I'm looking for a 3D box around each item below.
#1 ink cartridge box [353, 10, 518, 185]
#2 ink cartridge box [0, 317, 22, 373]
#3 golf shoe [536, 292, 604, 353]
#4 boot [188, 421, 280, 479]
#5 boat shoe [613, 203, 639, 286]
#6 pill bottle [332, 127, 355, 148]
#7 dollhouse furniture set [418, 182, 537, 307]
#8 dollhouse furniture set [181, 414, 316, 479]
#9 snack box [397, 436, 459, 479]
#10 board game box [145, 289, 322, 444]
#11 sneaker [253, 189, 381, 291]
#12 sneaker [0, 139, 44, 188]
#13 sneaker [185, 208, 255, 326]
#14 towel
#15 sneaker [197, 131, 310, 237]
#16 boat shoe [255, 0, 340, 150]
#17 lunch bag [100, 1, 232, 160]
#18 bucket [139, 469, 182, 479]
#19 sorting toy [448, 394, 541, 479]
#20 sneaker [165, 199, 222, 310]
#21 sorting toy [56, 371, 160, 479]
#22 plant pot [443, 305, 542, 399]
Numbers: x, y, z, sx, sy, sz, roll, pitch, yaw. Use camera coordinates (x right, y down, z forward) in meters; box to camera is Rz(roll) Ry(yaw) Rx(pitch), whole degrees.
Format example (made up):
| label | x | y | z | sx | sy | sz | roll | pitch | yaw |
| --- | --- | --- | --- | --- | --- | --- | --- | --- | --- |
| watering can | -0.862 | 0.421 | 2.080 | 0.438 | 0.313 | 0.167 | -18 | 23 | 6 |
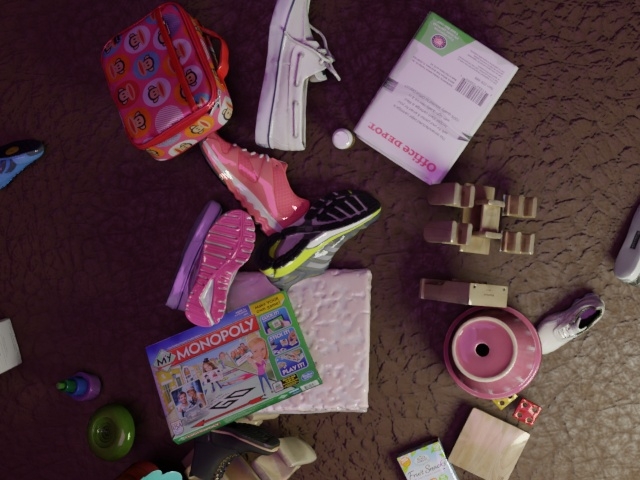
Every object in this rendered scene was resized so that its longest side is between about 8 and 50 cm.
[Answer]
| label | x | y | z | sx | sy | sz | roll | pitch | yaw |
| --- | --- | --- | --- | --- | --- | --- | --- | --- | --- |
| ink cartridge box | 0.232 | -0.284 | 1.829 | 0.211 | 0.121 | 0.289 | 35 | 100 | 3 |
| ink cartridge box | -0.820 | 0.271 | 1.953 | 0.207 | 0.283 | 0.117 | -15 | 94 | 9 |
| golf shoe | 0.513 | 0.177 | 1.859 | 0.176 | 0.086 | 0.069 | -42 | 91 | 12 |
| boot | -0.179 | 0.444 | 1.836 | 0.198 | 0.077 | 0.137 | 12 | 95 | 32 |
| boat shoe | 0.676 | -0.010 | 1.828 | 0.070 | 0.078 | 0.219 | 24 | 96 | -30 |
| pill bottle | 0.048 | -0.214 | 1.882 | 0.043 | 0.083 | 0.043 | 1 | 97 | 8 |
| dollhouse furniture set | 0.300 | 0.008 | 1.828 | 0.212 | 0.161 | 0.242 | 7 | 88 | -29 |
| dollhouse furniture set | -0.133 | 0.593 | 1.963 | 0.362 | 0.256 | 0.394 | -48 | 67 | 9 |
| snack box | 0.242 | 0.515 | 1.955 | 0.100 | 0.037 | 0.141 | -25 | 92 | 10 |
| board game box | -0.181 | 0.257 | 1.836 | 0.317 | 0.046 | 0.213 | -23 | 63 | -1 |
| sneaker | 0.000 | 0.000 | 1.895 | 0.300 | 0.121 | 0.111 | -31 | 52 | -10 |
| sneaker | -0.710 | -0.162 | 2.011 | 0.209 | 0.069 | 0.082 | -20 | 126 | 1 |
| sneaker | -0.219 | 0.050 | 1.869 | 0.103 | 0.111 | 0.252 | 25 | 90 | -16 |
| towel | -0.057 | 0.211 | 1.893 | 0.332 | 0.053 | 0.317 | -2 | 66 | 8 |
| sneaker | -0.144 | -0.146 | 1.920 | 0.136 | 0.116 | 0.314 | -39 | 93 | -5 |
| boat shoe | -0.030 | -0.361 | 1.852 | 0.156 | 0.136 | 0.367 | 12 | 100 | 7 |
| lunch bag | -0.304 | -0.338 | 1.860 | 0.258 | 0.120 | 0.293 | -29 | 67 | 13 |
| bucket | -0.334 | 0.613 | 1.764 | 0.183 | 0.281 | 0.281 | -38 | 90 | 18 |
| sorting toy | 0.365 | 0.431 | 1.925 | 0.132 | 0.046 | 0.274 | 24 | 99 | 5 |
| sneaker | -0.256 | 0.039 | 1.959 | 0.091 | 0.094 | 0.258 | 20 | 102 | -14 |
| sorting toy | -0.478 | 0.437 | 1.937 | 0.127 | 0.126 | 0.365 | -42 | 65 | 14 |
| plant pot | 0.343 | 0.223 | 1.814 | 0.201 | 0.180 | 0.201 | -3 | 81 | 16 |
